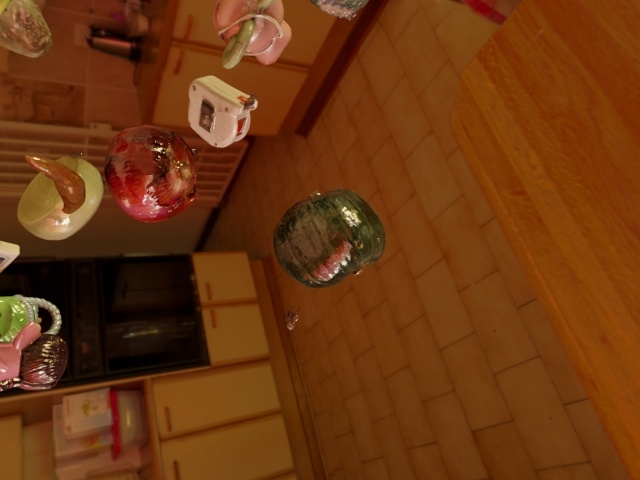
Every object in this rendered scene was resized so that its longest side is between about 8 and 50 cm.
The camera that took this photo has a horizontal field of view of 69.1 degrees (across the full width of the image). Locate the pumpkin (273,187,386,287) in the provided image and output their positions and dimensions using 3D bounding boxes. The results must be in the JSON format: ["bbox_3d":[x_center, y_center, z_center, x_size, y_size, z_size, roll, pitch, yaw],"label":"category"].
[{"bbox_3d":[0.000,0.000,1.260,0.293,0.197,0.263,-28,90,32],"label":"pumpkin"}]

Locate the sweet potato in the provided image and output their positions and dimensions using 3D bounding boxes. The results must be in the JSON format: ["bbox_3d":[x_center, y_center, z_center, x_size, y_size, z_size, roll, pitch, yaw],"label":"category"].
[{"bbox_3d":[-0.544,-0.118,0.994,0.255,0.078,0.058,128,143,-68],"label":"sweet potato"}]

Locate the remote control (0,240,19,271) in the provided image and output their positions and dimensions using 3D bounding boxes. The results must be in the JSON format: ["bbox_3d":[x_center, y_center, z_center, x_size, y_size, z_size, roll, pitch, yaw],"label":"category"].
[{"bbox_3d":[-0.693,0.055,0.931,0.190,0.087,0.029,-32,58,23],"label":"remote control"}]

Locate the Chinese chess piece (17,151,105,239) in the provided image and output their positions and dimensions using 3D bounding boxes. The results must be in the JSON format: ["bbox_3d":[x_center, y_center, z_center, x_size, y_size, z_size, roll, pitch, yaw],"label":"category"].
[{"bbox_3d":[-0.665,-0.112,1.200,0.237,0.092,0.238,-16,54,23],"label":"Chinese chess piece"}]

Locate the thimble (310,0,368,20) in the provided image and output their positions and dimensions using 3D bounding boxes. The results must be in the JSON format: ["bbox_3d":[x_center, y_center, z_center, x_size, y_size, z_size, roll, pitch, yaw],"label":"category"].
[{"bbox_3d":[0.027,-0.421,0.706,0.118,0.090,0.135,-32,71,46],"label":"thimble"}]

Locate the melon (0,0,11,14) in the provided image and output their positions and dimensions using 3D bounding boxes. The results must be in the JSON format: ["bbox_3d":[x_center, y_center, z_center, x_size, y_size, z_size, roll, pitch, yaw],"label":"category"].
[{"bbox_3d":[-0.896,-0.546,1.076,0.323,0.196,0.124,1,93,29],"label":"melon"}]

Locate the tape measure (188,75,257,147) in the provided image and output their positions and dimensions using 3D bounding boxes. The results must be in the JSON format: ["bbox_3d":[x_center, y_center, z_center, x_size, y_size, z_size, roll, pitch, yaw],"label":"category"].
[{"bbox_3d":[-0.393,-0.497,1.809,0.258,0.130,0.265,32,129,13],"label":"tape measure"}]

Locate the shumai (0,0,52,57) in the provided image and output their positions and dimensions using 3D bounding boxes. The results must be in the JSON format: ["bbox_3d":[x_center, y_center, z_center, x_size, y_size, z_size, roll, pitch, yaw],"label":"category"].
[{"bbox_3d":[-0.926,-0.634,1.355,0.260,0.222,0.225,27,142,48],"label":"shumai"}]

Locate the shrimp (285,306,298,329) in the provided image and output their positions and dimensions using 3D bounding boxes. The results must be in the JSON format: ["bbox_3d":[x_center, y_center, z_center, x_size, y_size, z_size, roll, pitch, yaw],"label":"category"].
[{"bbox_3d":[-0.078,0.209,1.287,0.038,0.029,0.092,-39,26,12],"label":"shrimp"}]

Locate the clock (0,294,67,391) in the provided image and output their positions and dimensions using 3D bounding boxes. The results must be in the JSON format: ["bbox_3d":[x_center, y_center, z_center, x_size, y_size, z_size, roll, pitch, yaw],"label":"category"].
[{"bbox_3d":[-0.620,0.208,0.943,0.100,0.195,0.194,-18,66,41],"label":"clock"}]

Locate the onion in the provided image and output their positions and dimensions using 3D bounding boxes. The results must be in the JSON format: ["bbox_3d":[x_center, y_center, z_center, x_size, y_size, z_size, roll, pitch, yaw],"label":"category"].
[{"bbox_3d":[-0.478,-0.186,1.303,0.276,0.276,0.276,4,94,60],"label":"onion"}]

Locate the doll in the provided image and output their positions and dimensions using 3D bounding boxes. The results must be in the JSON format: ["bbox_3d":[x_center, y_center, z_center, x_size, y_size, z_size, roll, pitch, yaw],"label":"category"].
[{"bbox_3d":[-0.157,-0.554,1.182,0.284,0.216,0.268,-55,28,10],"label":"doll"}]
